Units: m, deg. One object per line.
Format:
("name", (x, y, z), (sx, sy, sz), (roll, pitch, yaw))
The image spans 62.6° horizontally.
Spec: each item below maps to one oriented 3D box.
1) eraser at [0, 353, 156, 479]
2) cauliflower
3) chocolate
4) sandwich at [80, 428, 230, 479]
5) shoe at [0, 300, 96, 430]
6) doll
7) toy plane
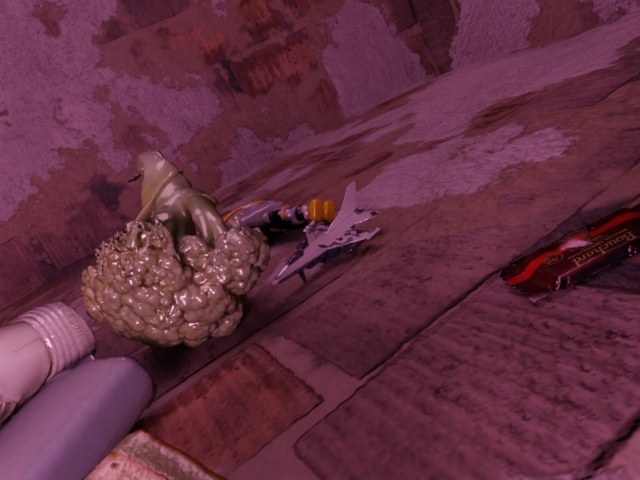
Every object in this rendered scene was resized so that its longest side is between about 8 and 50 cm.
("eraser", (-0.307, 0.249, 0.535), (0.189, 0.104, 0.290), (-24, 17, 17))
("cauliflower", (-0.202, 0.032, 0.799), (0.327, 0.260, 0.281), (-15, 43, 33))
("chocolate", (0.274, 0.006, 0.532), (0.183, 0.028, 0.086), (-24, 19, 4))
("sandwich", (-0.073, 0.192, 0.340), (0.163, 0.113, 0.079), (-13, 21, 38))
("shoe", (-0.481, 0.213, 0.706), (0.342, 0.132, 0.210), (-37, -4, 25))
("doll", (-0.122, -0.037, 1.136), (0.317, 0.103, 0.145), (-9, 19, 32))
("toy plane", (0.010, 0.008, 0.863), (0.160, 0.082, 0.234), (9, 52, 46))
